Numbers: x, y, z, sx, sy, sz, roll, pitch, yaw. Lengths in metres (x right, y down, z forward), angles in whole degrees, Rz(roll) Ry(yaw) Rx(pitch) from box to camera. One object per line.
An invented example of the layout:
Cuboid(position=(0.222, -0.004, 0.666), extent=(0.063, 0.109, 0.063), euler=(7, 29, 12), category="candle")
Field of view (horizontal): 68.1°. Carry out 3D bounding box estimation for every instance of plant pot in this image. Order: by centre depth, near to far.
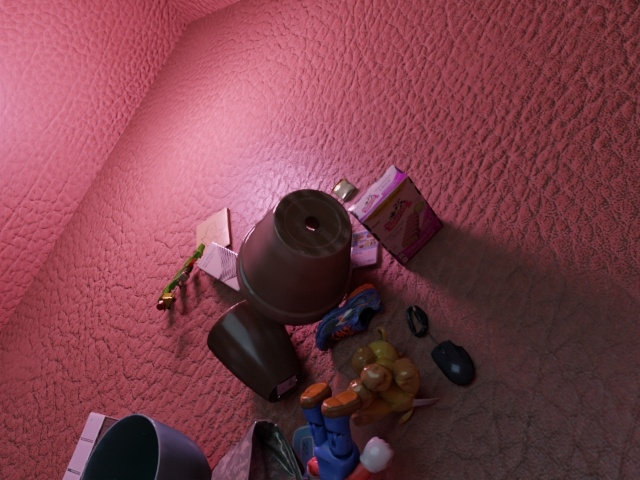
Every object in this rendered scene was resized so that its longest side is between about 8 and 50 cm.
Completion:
Cuboid(position=(-0.047, 0.019, 1.214), extent=(0.280, 0.322, 0.324), euler=(114, 166, -58), category="plant pot")
Cuboid(position=(-0.427, 0.625, 1.222), extent=(0.292, 0.235, 0.293), euler=(-21, 49, 27), category="plant pot")
Cuboid(position=(-0.155, 0.309, 1.274), extent=(0.215, 0.215, 0.230), euler=(-46, 57, 2), category="plant pot")

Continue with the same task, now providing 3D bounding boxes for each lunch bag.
Cuboid(position=(-0.139, 0.567, 1.035), extent=(0.235, 0.168, 0.287), euler=(-54, 36, 37), category="lunch bag")

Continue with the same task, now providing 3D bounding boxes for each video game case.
Cuboid(position=(0.128, 0.022, 1.370), extent=(0.087, 0.011, 0.122), euler=(-15, 53, 32), category="video game case")

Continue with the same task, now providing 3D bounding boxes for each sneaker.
Cuboid(position=(0.073, 0.211, 1.232), extent=(0.221, 0.083, 0.087), euler=(-47, 51, 7), category="sneaker")

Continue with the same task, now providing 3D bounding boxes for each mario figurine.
Cuboid(position=(0.052, 0.453, 0.976), extent=(0.169, 0.321, 0.198), euler=(-8, 8, -8), category="mario figurine")

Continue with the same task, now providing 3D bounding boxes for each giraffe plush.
Cuboid(position=(0.137, 0.289, 1.054), extent=(0.182, 0.210, 0.171), euler=(-60, 32, 25), category="giraffe plush")

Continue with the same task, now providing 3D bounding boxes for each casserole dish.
Cuboid(position=(-0.022, 0.516, 1.120), extent=(0.114, 0.037, 0.189), euler=(-22, 48, 25), category="casserole dish")

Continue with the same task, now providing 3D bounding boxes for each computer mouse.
Cuboid(position=(0.265, 0.231, 1.088), extent=(0.071, 0.041, 0.242), euler=(-44, 42, 5), category="computer mouse")

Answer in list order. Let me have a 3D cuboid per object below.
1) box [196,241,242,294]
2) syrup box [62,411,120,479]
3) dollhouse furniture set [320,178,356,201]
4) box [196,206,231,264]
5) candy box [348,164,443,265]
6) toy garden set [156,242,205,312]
Cuboid(position=(-0.293, 0.100, 1.592), extent=(0.275, 0.094, 0.113), euler=(19, 75, 44), category="box")
Cuboid(position=(-0.727, 0.689, 1.522), extent=(0.096, 0.093, 0.237), euler=(-6, 58, 36), category="syrup box")
Cuboid(position=(0.035, -0.146, 1.529), extent=(0.152, 0.058, 0.076), euler=(-47, 43, 2), category="dollhouse furniture set")
Cuboid(position=(-0.414, -0.018, 1.828), extent=(0.164, 0.021, 0.201), euler=(-30, 45, 19), category="box")
Cuboid(position=(0.198, -0.057, 1.206), extent=(0.159, 0.233, 0.071), euler=(-46, 43, 3), category="candy box")
Cuboid(position=(-0.493, 0.141, 1.700), extent=(0.244, 0.049, 0.204), euler=(-50, 15, 8), category="toy garden set")
